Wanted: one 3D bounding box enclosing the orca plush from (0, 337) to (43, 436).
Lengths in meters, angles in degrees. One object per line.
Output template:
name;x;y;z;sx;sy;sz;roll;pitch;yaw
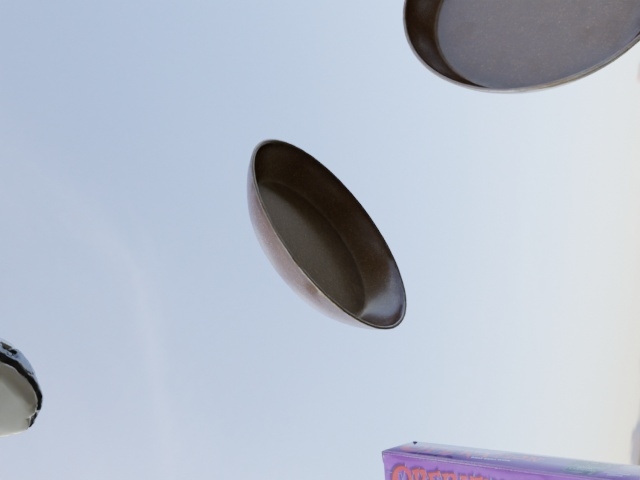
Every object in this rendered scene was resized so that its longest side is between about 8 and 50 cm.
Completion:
orca plush;-0.340;0.071;0.497;0.287;0.102;0.151;1;-66;-21

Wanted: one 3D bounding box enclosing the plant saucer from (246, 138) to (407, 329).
plant saucer;0.000;0.000;0.645;0.198;0.036;0.199;40;-153;-26

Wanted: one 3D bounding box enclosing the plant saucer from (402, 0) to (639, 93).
plant saucer;0.134;-0.153;0.455;0.029;0.168;0.168;47;-122;-51

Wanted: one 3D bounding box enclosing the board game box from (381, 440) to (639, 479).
board game box;0.188;0.245;0.449;0.056;0.346;0.208;-4;-92;-45
